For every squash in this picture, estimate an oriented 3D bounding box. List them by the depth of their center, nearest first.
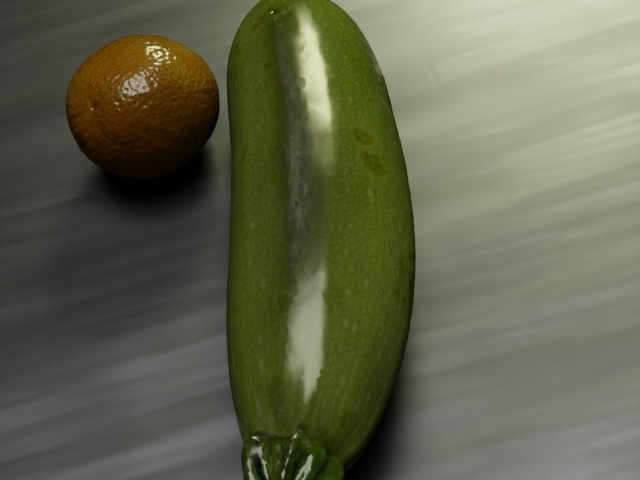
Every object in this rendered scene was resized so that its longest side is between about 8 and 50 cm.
[{"bbox_3d":[0.000,0.000,0.703,0.094,0.094,0.341,-7,49,5],"label":"squash"}]

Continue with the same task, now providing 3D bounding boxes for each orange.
[{"bbox_3d":[-0.092,-0.070,0.784,0.085,0.085,0.085,-5,52,7],"label":"orange"}]
